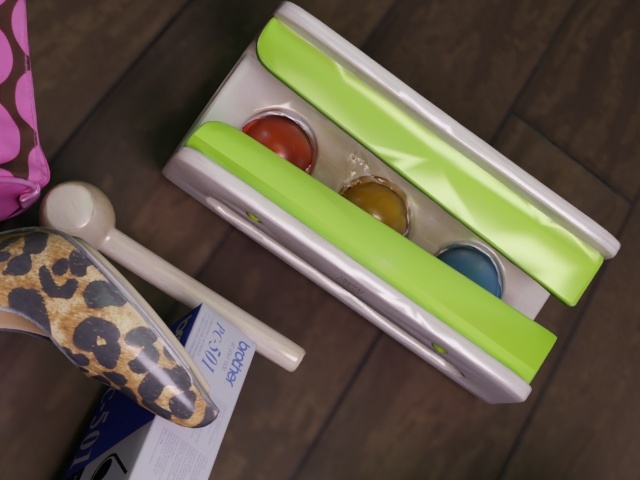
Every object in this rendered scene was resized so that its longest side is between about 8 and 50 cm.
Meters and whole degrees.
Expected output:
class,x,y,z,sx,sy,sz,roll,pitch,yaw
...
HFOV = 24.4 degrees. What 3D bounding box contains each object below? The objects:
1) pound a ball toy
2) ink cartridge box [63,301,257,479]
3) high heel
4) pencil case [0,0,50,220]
class,x,y,z,sx,sy,sz,roll,pitch,yaw
pound a ball toy,0.000,0.000,0.969,0.319,0.136,0.208,34,79,-6
ink cartridge box,-0.105,0.136,0.812,0.046,0.097,0.207,39,40,-17
high heel,-0.197,0.065,0.782,0.261,0.093,0.186,38,74,15
pencil case,-0.219,-0.107,0.919,0.098,0.095,0.209,-2,68,-18
